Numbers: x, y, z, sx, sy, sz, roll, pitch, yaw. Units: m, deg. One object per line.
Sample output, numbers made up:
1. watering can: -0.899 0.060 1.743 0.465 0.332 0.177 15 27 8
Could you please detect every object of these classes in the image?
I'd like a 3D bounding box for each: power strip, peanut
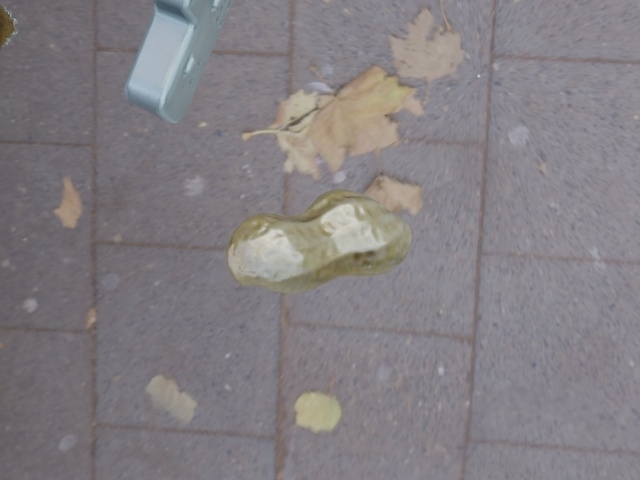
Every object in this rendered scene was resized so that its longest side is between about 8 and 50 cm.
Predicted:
1. power strip: -0.129 -0.256 1.116 0.059 0.193 0.265 23 90 2
2. peanut: 0.000 0.000 1.415 0.275 0.111 0.125 -11 106 -34

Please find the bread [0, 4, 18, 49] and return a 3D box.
1. bread: -0.512 -0.280 1.388 0.110 0.210 0.192 -16 119 44
